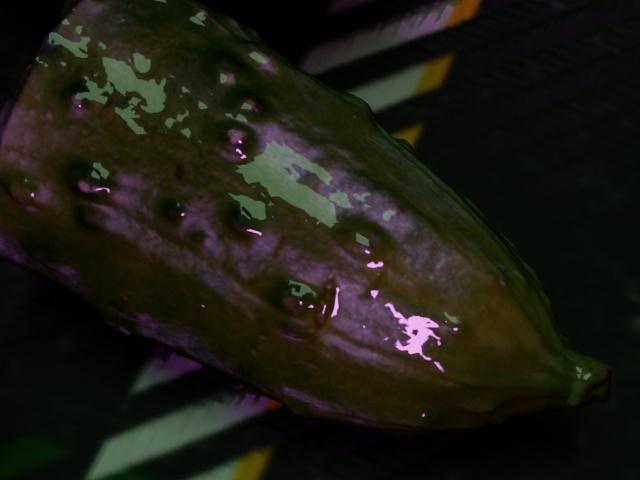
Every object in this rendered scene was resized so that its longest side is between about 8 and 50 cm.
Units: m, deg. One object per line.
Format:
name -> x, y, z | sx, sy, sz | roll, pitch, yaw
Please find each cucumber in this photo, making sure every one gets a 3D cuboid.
cucumber -> -0.002, 0.003, 0.733 | 0.244, 0.134, 0.134 | 28, 61, 16
